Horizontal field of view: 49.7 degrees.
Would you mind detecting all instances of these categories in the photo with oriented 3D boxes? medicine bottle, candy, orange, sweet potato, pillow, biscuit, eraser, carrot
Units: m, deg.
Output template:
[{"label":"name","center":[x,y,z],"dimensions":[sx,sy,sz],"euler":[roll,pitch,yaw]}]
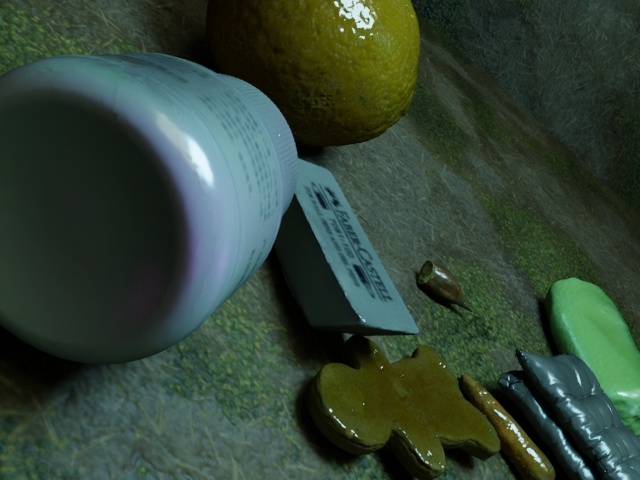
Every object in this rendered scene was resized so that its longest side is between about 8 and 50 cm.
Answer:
[{"label":"medicine bottle","center":[-0.152,-0.048,0.637],"dimensions":[0.241,0.241,0.302],"euler":[46,20,-2]},{"label":"candy","center":[0.521,0.214,1.318],"dimensions":[0.142,0.132,0.343],"euler":[-2,36,2]},{"label":"orange","center":[-0.003,-0.316,1.090],"dimensions":[0.357,0.322,0.322],"euler":[38,30,-27]},{"label":"sweet potato","center":[0.211,0.082,1.143],"dimensions":[0.117,0.049,0.049],"euler":[40,30,-12]},{"label":"pillow","center":[0.414,0.310,1.029],"dimensions":[0.228,0.101,0.326],"euler":[14,36,-52]},{"label":"biscuit","center":[0.094,0.202,0.845],"dimensions":[0.301,0.049,0.197],"euler":[10,37,-48]},{"label":"eraser","center":[0.000,-0.001,0.905],"dimensions":[0.111,0.077,0.352],"euler":[13,37,-40]},{"label":"carrot","center":[0.261,0.270,0.990],"dimensions":[0.191,0.047,0.047],"euler":[51,29,19]}]
